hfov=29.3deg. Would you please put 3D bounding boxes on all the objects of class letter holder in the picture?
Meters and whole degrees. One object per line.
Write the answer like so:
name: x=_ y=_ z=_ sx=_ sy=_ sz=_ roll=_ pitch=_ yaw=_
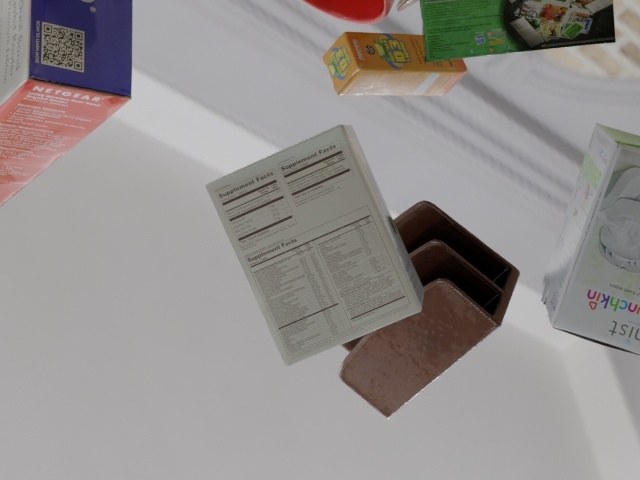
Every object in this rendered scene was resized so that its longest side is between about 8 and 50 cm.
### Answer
letter holder: x=0.136 y=0.108 z=1.985 sx=0.214 sy=0.302 sz=0.152 roll=39 pitch=-141 yaw=-6

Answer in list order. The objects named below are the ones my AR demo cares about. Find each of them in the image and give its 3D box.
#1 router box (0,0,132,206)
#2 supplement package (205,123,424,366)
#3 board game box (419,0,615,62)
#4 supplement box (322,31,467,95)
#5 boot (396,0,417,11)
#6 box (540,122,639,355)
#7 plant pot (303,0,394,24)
router box: x=-0.254 y=-0.227 z=1.021 sx=0.082 sy=0.301 sz=0.335 roll=8 pitch=-110 yaw=-32
supplement package: x=0.000 y=0.000 z=1.660 sx=0.199 sy=0.198 sz=0.262 roll=-43 pitch=-71 yaw=-82
board game box: x=0.266 y=-0.323 z=1.665 sx=0.030 sy=0.260 sz=0.136 roll=-88 pitch=-8 yaw=-79
supplement box: x=0.123 y=-0.287 z=1.996 sx=0.233 sy=0.080 sz=0.078 roll=-6 pitch=-115 yaw=-34
boot: x=0.154 y=-0.459 z=2.100 sx=0.042 sy=0.118 sz=0.087 roll=-27 pitch=-93 yaw=-48
box: x=0.365 y=-0.010 z=1.498 sx=0.127 sy=0.231 sz=0.262 roll=17 pitch=-169 yaw=4
plant pot: x=0.052 y=-0.526 z=1.972 sx=0.275 sy=0.275 sz=0.243 roll=39 pitch=-106 yaw=-22
